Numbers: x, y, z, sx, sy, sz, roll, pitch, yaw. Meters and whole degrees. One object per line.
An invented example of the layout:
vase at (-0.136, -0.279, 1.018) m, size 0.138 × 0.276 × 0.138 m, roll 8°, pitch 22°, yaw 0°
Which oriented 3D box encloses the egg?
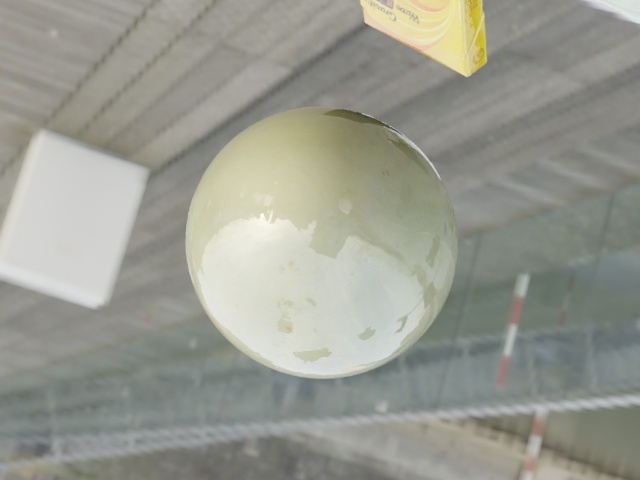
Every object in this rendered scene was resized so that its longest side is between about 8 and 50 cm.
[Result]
egg at (0.000, 0.000, 1.136) m, size 0.188 × 0.188 × 0.254 m, roll 14°, pitch 172°, yaw 9°

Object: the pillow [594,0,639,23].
pillow at (0.312, -0.316, 1.556) m, size 0.144 × 0.254 × 0.078 m, roll 22°, pitch 154°, yaw 13°

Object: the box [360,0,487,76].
box at (0.093, -0.298, 1.639) m, size 0.152 × 0.043 × 0.269 m, roll 34°, pitch 150°, yaw 33°
